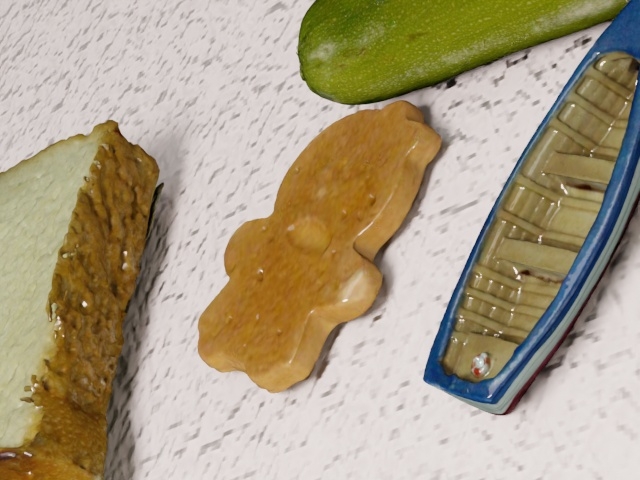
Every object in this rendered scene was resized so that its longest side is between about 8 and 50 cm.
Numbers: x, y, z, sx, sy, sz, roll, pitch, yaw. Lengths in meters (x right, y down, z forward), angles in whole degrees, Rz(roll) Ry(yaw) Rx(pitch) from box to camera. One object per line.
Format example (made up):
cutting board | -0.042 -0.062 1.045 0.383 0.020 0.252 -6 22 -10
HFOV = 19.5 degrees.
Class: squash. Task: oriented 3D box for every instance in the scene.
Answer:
squash | 0.114 -0.144 1.005 0.331 0.087 0.087 -17 50 43

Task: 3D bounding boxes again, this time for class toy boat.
toy boat | 0.125 -0.019 0.922 0.080 0.046 0.229 13 71 53

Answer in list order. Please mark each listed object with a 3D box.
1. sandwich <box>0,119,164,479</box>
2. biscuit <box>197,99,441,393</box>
sandwich | -0.202 0.070 1.191 0.226 0.087 0.251 -22 44 35
biscuit | -0.003 0.003 1.069 0.133 0.027 0.184 -1 60 50
